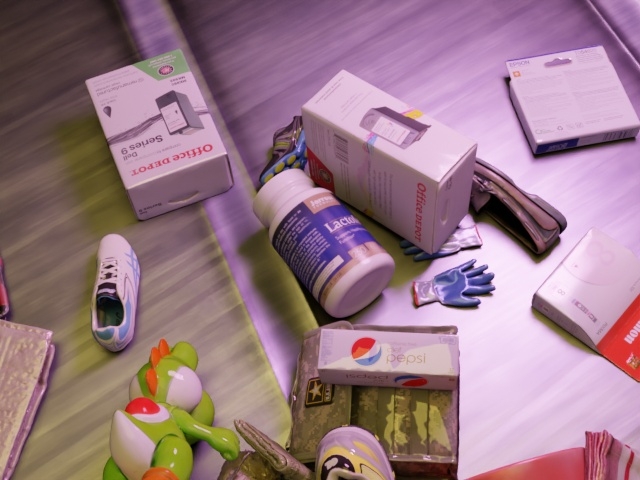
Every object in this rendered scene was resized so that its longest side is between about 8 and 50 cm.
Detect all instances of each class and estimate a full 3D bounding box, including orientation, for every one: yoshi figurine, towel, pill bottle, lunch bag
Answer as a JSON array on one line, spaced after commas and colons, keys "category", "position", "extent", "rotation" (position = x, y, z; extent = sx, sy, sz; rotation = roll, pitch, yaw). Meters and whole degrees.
[{"category": "yoshi figurine", "position": [-0.240, 0.323, 1.482], "extent": [0.203, 0.203, 0.362], "rotation": [21, 35, -10]}, {"category": "towel", "position": [0.499, 0.440, 1.386], "extent": [0.329, 0.037, 0.237], "rotation": [29, 55, -32]}, {"category": "pill bottle", "position": [0.000, 0.000, 1.711], "extent": [0.153, 0.153, 0.265], "rotation": [-34, 65, -16]}, {"category": "lunch bag", "position": [0.086, 0.265, 1.552], "extent": [0.287, 0.169, 0.235], "rotation": [0, 63, 11]}, {"category": "towel", "position": [-0.585, 0.271, 1.628], "extent": [0.187, 0.049, 0.282], "rotation": [12, 67, 9]}, {"category": "towel", "position": [-0.069, 0.335, 1.465], "extent": [0.148, 0.110, 0.027], "rotation": [27, 78, 46]}]

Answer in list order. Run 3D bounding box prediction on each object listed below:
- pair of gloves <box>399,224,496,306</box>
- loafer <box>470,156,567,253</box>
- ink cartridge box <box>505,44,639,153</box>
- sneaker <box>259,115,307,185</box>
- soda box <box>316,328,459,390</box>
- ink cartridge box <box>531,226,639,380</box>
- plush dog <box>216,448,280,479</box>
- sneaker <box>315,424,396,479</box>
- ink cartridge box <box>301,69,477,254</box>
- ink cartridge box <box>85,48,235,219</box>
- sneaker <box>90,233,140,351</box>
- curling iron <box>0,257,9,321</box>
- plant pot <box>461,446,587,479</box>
[{"category": "pair of gloves", "position": [0.237, 0.038, 1.757], "extent": [0.159, 0.023, 0.198], "rotation": [-9, 61, -3]}, {"category": "loafer", "position": [0.336, -0.075, 1.780], "extent": [0.267, 0.096, 0.084], "rotation": [34, 72, 17]}, {"category": "ink cartridge box", "position": [0.511, -0.291, 1.922], "extent": [0.223, 0.045, 0.224], "rotation": [-10, 59, -4]}, {"category": "sneaker", "position": [-0.067, -0.178, 1.876], "extent": [0.078, 0.067, 0.188], "rotation": [14, 61, 34]}, {"category": "soda box", "position": [0.106, 0.185, 1.455], "extent": [0.216, 0.074, 0.069], "rotation": [3, 63, 7]}, {"category": "ink cartridge box", "position": [0.530, 0.109, 1.688], "extent": [0.232, 0.066, 0.189], "rotation": [36, 67, 25]}, {"category": "plush dog", "position": [-0.070, 0.466, 1.443], "extent": [0.225, 0.210, 0.262], "rotation": [29, 62, -8]}, {"category": "sneaker", "position": [0.084, 0.470, 1.378], "extent": [0.145, 0.147, 0.385], "rotation": [-28, 89, 13]}, {"category": "ink cartridge box", "position": [0.124, -0.145, 1.737], "extent": [0.306, 0.226, 0.131], "rotation": [32, 63, 22]}, {"category": "ink cartridge box", "position": [-0.318, -0.213, 1.862], "extent": [0.211, 0.121, 0.289], "rotation": [-21, 62, -9]}, {"category": "sneaker", "position": [-0.379, 0.085, 1.716], "extent": [0.085, 0.086, 0.237], "rotation": [-8, 59, 0]}, {"category": "curling iron", "position": [-0.635, 0.044, 1.775], "extent": [0.068, 0.035, 0.274], "rotation": [-14, 61, -6]}, {"category": "plant pot", "position": [0.305, 0.464, 1.389], "extent": [0.275, 0.275, 0.243], "rotation": [-15, 71, -7]}]
